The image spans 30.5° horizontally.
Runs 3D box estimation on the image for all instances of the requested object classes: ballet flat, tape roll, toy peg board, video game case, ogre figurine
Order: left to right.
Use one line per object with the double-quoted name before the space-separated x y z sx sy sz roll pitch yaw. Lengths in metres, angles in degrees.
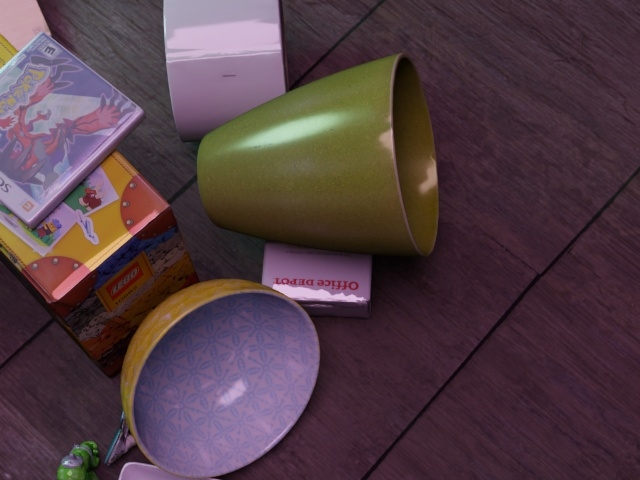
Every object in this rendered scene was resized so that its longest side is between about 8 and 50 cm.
"toy peg board" -0.539 -0.363 1.924 0.161 0.079 0.160 -24 86 -6
"video game case" -0.350 -0.140 1.451 0.183 0.023 0.201 38 73 15
"ogre figurine" -0.334 0.366 1.600 0.097 0.118 0.197 18 70 9
"ballet flat" -0.275 0.270 1.679 0.041 0.041 0.114 13 71 7
"tape roll" -0.136 -0.275 1.775 0.169 0.246 0.246 -4 69 0

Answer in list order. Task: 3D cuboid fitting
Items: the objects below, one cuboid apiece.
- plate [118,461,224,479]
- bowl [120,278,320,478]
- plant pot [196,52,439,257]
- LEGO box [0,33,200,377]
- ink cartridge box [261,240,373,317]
"plate" -0.164 0.462 1.596 0.277 0.045 0.278 9 70 5
"bowl" -0.161 0.164 1.622 0.289 0.289 0.156 -39 40 -12
"plant pot" -0.010 -0.101 1.612 0.294 0.275 0.274 -5 68 16
"LEGO box" -0.414 -0.083 1.642 0.193 0.372 0.500 -42 74 -13
"ink cartridge box" 0.000 0.000 1.742 0.160 0.092 0.219 3 69 4
